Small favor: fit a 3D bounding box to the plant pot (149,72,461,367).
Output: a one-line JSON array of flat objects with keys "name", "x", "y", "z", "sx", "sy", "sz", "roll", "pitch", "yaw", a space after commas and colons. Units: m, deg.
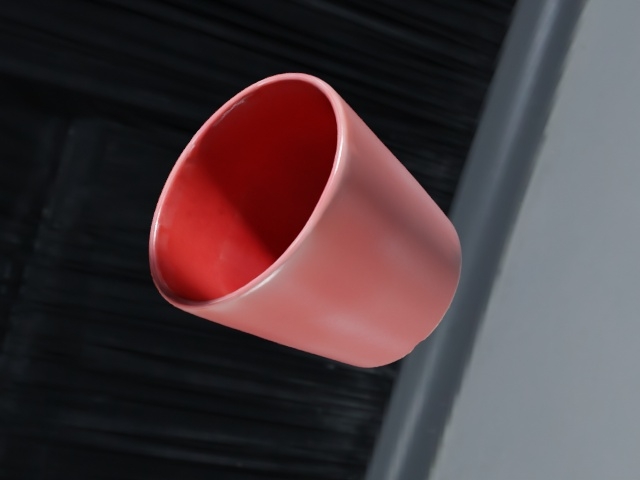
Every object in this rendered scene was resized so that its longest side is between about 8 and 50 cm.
[{"name": "plant pot", "x": 0.000, "y": 0.000, "z": 1.506, "sx": 0.275, "sy": 0.243, "sz": 0.275, "roll": -29, "pitch": 44, "yaw": 32}]
